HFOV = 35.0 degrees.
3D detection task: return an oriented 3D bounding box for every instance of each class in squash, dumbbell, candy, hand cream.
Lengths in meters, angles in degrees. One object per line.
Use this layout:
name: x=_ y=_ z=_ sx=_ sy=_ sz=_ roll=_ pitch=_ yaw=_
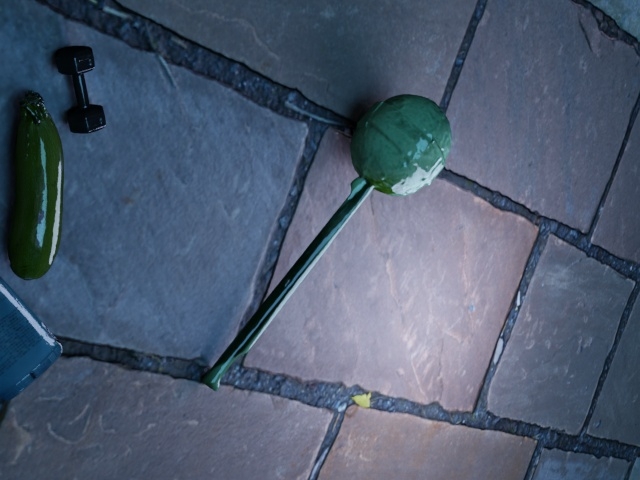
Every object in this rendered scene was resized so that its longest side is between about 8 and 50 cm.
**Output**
squash: x=-0.270 y=-0.050 z=0.965 sx=0.052 sy=0.052 sz=0.183 roll=-6 pitch=107 yaw=-43
dumbbell: x=-0.231 y=-0.145 z=0.977 sx=0.036 sy=0.040 sz=0.083 roll=-55 pitch=144 yaw=-59
candy: x=0.000 y=0.000 z=1.228 sx=0.440 sy=0.119 sz=0.119 roll=-50 pitch=133 yaw=-7
hand cream: x=-0.324 y=0.062 z=0.966 sx=0.083 sy=0.048 sz=0.224 roll=-44 pitch=137 yaw=-23
